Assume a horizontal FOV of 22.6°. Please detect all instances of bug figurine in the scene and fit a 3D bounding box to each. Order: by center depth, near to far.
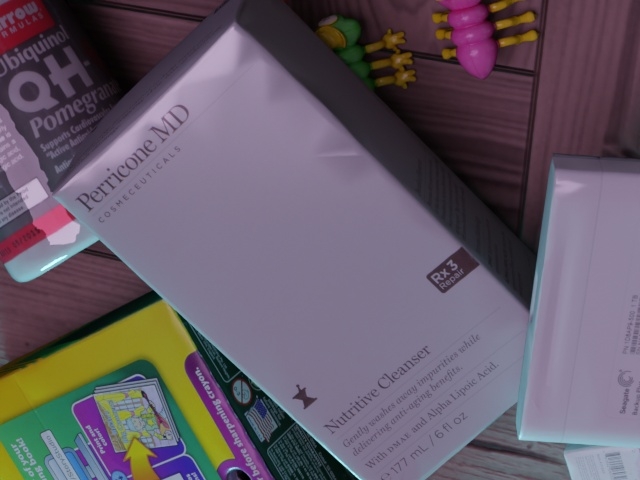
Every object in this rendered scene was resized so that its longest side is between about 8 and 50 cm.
[{"bbox_3d":[0.054,-0.219,1.313,0.279,0.072,0.216,-15,103,27],"label":"bug figurine"}]

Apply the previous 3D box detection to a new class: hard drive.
[{"bbox_3d":[0.336,0.057,1.205,0.353,0.047,0.233,4,117,0],"label":"hard drive"}]

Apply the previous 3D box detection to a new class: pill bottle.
[{"bbox_3d":[-0.280,-0.137,1.428,0.176,0.176,0.318,-28,97,29],"label":"pill bottle"}]

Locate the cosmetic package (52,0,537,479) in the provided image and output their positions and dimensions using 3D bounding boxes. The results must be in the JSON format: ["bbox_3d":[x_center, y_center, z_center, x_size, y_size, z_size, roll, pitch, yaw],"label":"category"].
[{"bbox_3d":[0.000,0.000,1.307,0.385,0.156,0.217,42,110,-15],"label":"cosmetic package"}]

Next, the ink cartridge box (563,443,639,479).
[{"bbox_3d":[0.294,0.190,1.357,0.143,0.090,0.092,-12,105,25],"label":"ink cartridge box"}]

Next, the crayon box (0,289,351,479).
[{"bbox_3d":[-0.139,0.241,1.546,0.313,0.106,0.363,-25,98,35],"label":"crayon box"}]
